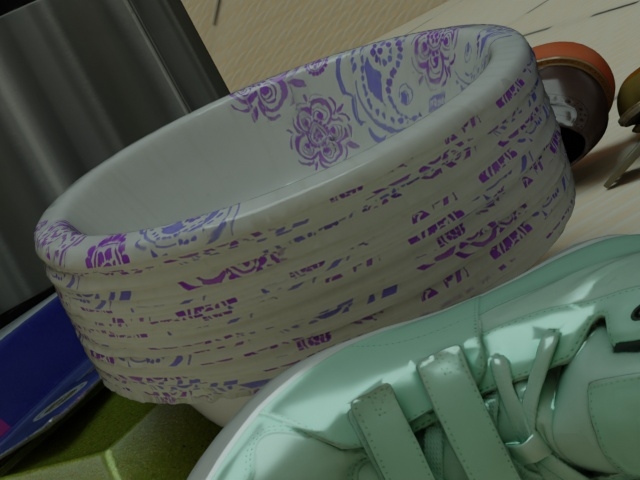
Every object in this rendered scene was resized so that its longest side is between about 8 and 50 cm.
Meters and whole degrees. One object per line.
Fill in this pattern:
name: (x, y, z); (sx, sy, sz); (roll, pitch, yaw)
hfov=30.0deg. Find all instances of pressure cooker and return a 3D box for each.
pressure cooker: (-0.280, -0.133, 1.229); (0.375, 0.420, 0.370); (-29, 4, -14)

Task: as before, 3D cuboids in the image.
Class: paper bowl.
paper bowl: (0.000, 0.000, 0.660); (0.284, 0.148, 0.284); (-19, 18, 6)

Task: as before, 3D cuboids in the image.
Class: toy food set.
toy food set: (0.244, -0.124, 0.812); (0.192, 0.038, 0.132); (-43, -10, -48)

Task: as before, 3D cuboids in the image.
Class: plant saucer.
plant saucer: (-0.123, 0.123, 0.749); (0.188, 0.045, 0.188); (-20, 15, 39)

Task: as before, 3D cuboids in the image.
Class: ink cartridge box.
ink cartridge box: (-0.269, 0.125, 0.920); (0.330, 0.071, 0.324); (-35, 6, 20)

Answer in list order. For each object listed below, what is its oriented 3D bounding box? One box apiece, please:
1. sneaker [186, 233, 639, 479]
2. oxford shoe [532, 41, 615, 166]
sneaker: (0.064, 0.064, 0.404); (0.256, 0.094, 0.151); (-31, 5, -20)
oxford shoe: (0.086, -0.051, 0.879); (0.271, 0.097, 0.098); (-30, 24, 34)
